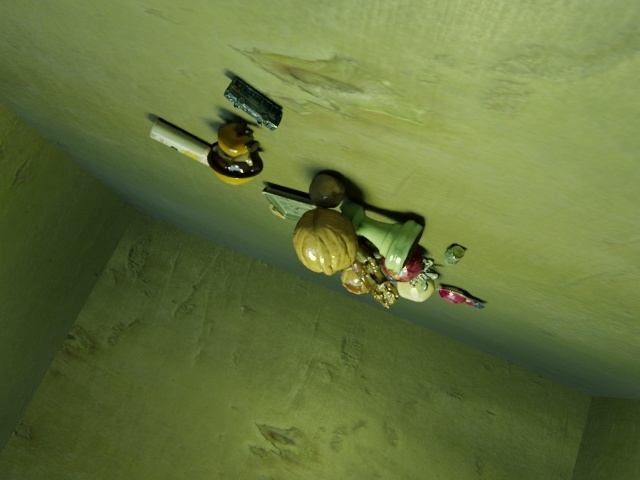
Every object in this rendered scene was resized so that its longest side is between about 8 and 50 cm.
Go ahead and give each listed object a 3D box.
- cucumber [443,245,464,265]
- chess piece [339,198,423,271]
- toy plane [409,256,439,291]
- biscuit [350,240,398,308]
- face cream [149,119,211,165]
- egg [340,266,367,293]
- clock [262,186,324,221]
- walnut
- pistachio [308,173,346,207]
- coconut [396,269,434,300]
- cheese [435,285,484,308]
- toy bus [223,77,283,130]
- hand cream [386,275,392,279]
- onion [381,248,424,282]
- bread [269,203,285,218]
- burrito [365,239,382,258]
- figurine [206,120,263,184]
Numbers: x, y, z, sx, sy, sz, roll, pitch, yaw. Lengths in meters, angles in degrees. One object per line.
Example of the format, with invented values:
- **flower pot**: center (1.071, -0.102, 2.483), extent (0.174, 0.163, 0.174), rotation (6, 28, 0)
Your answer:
- **cucumber**: center (0.499, 0.054, 1.702), extent (0.064, 0.064, 0.112), rotation (22, 163, 8)
- **chess piece**: center (0.200, -0.034, 1.646), extent (0.299, 0.195, 0.194), rotation (29, 168, 17)
- **toy plane**: center (0.393, 0.107, 1.986), extent (0.246, 0.078, 0.169), rotation (37, 125, 4)
- **biscuit**: center (0.224, 0.141, 2.130), extent (0.366, 0.115, 0.268), rotation (56, 177, -37)
- **face cream**: center (-0.516, -0.370, 1.757), extent (0.269, 0.073, 0.107), rotation (26, 174, -14)
- **egg**: center (0.204, 0.188, 2.393), extent (0.194, 0.195, 0.233), rotation (18, 163, 22)
- **clock**: center (-0.086, -0.139, 1.949), extent (0.278, 0.049, 0.273), rotation (18, 165, 22)
- **walnut**: center (0.019, 0.005, 1.565), extent (0.225, 0.225, 0.261), rotation (17, 149, 27)
- **pistachio**: center (0.017, -0.169, 1.569), extent (0.185, 0.108, 0.126), rotation (2, 122, 63)
- **coconut**: center (0.453, 0.201, 2.107), extent (0.183, 0.171, 0.171), rotation (11, 161, 43)
- **cheese**: center (0.681, 0.281, 2.223), extent (0.244, 0.062, 0.155), rotation (22, 167, 2)
- **toy bus**: center (-0.180, -0.368, 1.234), extent (0.166, 0.065, 0.047), rotation (32, 164, -23)
- **hand cream**: center (0.383, 0.199, 2.422), extent (0.088, 0.055, 0.256), rotation (12, 166, 12)
- **onion**: center (0.338, 0.087, 1.882), extent (0.177, 0.153, 0.177), rotation (7, 127, 10)
- **bread**: center (-0.202, -0.139, 2.168), extent (0.083, 0.035, 0.070), rotation (24, 167, 26)
- **burrito**: center (0.250, 0.040, 2.080), extent (0.055, 0.041, 0.149), rotation (0, 154, 22)
- **figurine**: center (-0.289, -0.285, 1.514), extent (0.192, 0.167, 0.257), rotation (36, 165, 8)
